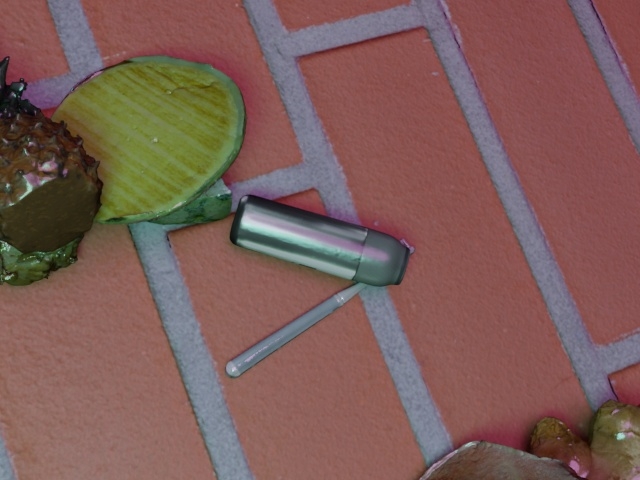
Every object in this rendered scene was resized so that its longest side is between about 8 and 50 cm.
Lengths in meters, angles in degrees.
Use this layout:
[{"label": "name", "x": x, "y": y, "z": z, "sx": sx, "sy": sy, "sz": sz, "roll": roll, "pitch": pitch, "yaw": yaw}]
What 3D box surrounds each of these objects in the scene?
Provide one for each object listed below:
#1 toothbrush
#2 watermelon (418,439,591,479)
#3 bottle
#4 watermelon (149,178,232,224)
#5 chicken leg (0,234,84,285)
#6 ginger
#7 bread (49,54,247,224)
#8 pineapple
[{"label": "toothbrush", "x": 0.005, "y": 0.095, "z": 1.255, "sx": 0.342, "sy": 0.025, "sz": 0.030, "roll": -35, "pitch": 79, "yaw": -21}, {"label": "watermelon", "x": 0.225, "y": 0.385, "z": 1.073, "sx": 0.292, "sy": 0.222, "sz": 0.319, "roll": -42, "pitch": 71, "yaw": -13}, {"label": "bottle", "x": 0.000, "y": 0.000, "z": 1.245, "sx": 0.254, "sy": 0.096, "sz": 0.079, "roll": 16, "pitch": 115, "yaw": -2}, {"label": "watermelon", "x": -0.169, "y": -0.090, "z": 1.226, "sx": 0.121, "sy": 0.098, "sz": 0.158, "roll": 25, "pitch": 58, "yaw": -15}, {"label": "chicken leg", "x": -0.424, "y": 0.010, "z": 1.132, "sx": 0.228, "sy": 0.088, "sz": 0.103, "roll": -4, "pitch": 88, "yaw": -20}, {"label": "ginger", "x": 0.378, "y": 0.372, "z": 1.207, "sx": 0.375, "sy": 0.166, "sz": 0.236, "roll": -37, "pitch": 97, "yaw": -27}, {"label": "bread", "x": -0.245, "y": -0.136, "z": 1.185, "sx": 0.302, "sy": 0.045, "sz": 0.301, "roll": -6, "pitch": 55, "yaw": 8}, {"label": "pineapple", "x": -0.413, "y": -0.136, "z": 1.104, "sx": 0.166, "sy": 0.165, "sz": 0.364, "roll": -33, "pitch": 58, "yaw": -21}]
